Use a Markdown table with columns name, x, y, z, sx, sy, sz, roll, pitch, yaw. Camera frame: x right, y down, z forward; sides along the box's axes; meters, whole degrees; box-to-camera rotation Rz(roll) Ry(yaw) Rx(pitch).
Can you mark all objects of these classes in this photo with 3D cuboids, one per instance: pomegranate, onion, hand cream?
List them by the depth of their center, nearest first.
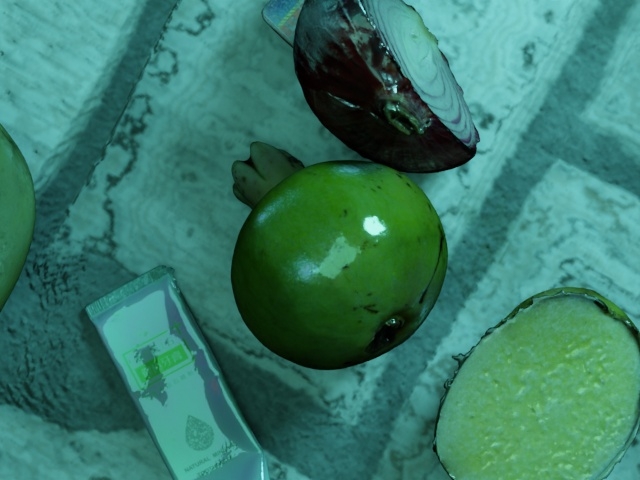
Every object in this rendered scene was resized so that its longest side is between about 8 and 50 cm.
| name | x | y | z | sx | sy | sz | roll | pitch | yaw |
| --- | --- | --- | --- | --- | --- | --- | --- | --- | --- |
| onion | 0.043 | -0.119 | 1.282 | 0.098 | 0.151 | 0.206 | -24 | 124 | 23 |
| pomegranate | -0.002 | 0.004 | 1.291 | 0.210 | 0.179 | 0.179 | 38 | 94 | 6 |
| hand cream | -0.106 | 0.158 | 1.374 | 0.079 | 0.050 | 0.275 | -26 | 84 | -22 |

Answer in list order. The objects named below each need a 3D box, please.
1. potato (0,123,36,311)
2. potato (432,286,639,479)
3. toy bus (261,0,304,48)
| name | x | y | z | sx | sy | sz | roll | pitch | yaw |
| --- | --- | --- | --- | --- | --- | --- | --- | --- | --- |
| potato | -0.380 | 0.014 | 1.296 | 0.243 | 0.221 | 0.326 | 30 | 96 | -40 |
| potato | 0.180 | 0.128 | 1.328 | 0.164 | 0.081 | 0.200 | 35 | 97 | -5 |
| toy bus | 0.035 | -0.236 | 1.340 | 0.077 | 0.065 | 0.192 | 42 | 94 | 10 |
